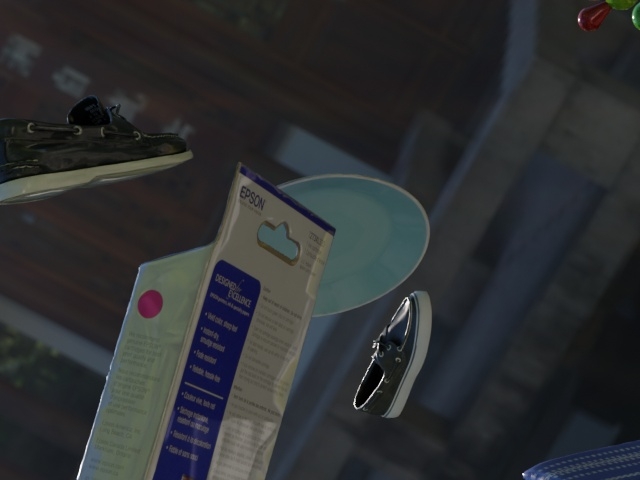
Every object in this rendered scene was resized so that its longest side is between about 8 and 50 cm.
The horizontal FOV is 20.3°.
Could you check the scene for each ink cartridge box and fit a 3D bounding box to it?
[{"bbox_3d":[-0.093,0.139,1.284,0.176,0.069,0.371,34,-108,-62],"label":"ink cartridge box"}]

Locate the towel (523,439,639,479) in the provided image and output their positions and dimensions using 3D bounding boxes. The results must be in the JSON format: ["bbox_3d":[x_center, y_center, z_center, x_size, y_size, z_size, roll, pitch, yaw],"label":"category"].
[{"bbox_3d":[0.365,0.233,1.483,0.336,0.243,0.040,22,113,56],"label":"towel"}]

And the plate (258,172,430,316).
[{"bbox_3d":[0.000,0.000,1.537,0.188,0.188,0.024,121,147,-42],"label":"plate"}]

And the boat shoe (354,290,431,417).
[{"bbox_3d":[0.066,0.105,1.612,0.049,0.040,0.142,-108,28,-51],"label":"boat shoe"}]

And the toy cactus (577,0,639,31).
[{"bbox_3d":[0.331,-0.237,1.541,0.219,0.112,0.180,-4,-36,-41],"label":"toy cactus"}]

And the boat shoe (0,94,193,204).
[{"bbox_3d":[-0.286,-0.122,2.209,0.127,0.113,0.340,-16,0,40],"label":"boat shoe"}]
